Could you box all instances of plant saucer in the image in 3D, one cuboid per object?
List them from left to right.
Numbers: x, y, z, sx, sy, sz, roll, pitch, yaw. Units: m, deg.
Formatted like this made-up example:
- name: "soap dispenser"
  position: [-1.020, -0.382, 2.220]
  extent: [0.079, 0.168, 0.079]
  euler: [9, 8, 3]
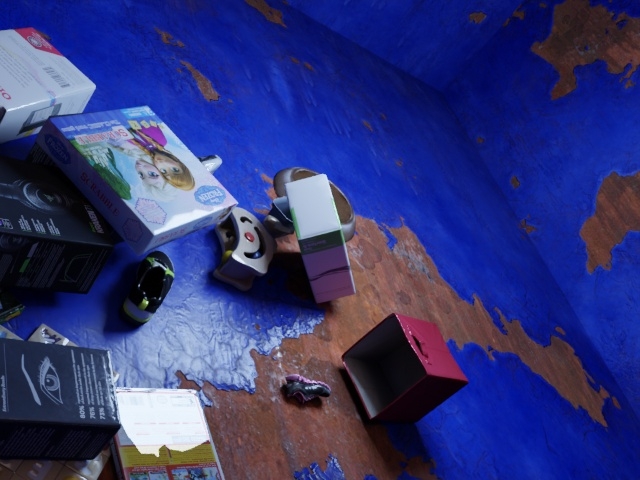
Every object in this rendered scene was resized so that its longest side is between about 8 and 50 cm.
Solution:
- name: "plant saucer"
  position: [-0.005, -0.124, 2.292]
  extent: [0.310, 0.050, 0.311]
  euler: [29, 32, -20]

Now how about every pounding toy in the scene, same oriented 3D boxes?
- name: "pounding toy"
  position: [-0.171, -0.014, 1.826]
  extent: [0.154, 0.155, 0.269]
  euler: [40, 29, -13]

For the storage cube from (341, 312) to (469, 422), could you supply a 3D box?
- name: "storage cube"
  position: [0.202, 0.312, 1.789]
  extent: [0.193, 0.215, 0.184]
  euler: [19, 35, -47]

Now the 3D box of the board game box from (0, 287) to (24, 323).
- name: "board game box"
  position: [-0.632, 0.117, 1.215]
  extent: [0.136, 0.030, 0.259]
  euler: [44, 29, 8]

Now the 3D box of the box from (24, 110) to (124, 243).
- name: "box"
  position: [-0.485, -0.138, 1.626]
  extent: [0.270, 0.143, 0.165]
  euler: [47, 30, 9]

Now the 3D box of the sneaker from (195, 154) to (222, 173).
- name: "sneaker"
  position: [-0.364, -0.198, 1.895]
  extent: [0.153, 0.101, 0.268]
  euler: [44, 31, -2]

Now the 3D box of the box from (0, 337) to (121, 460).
- name: "box"
  position: [-0.438, 0.252, 1.169]
  extent: [0.207, 0.108, 0.153]
  euler: [16, 38, -38]

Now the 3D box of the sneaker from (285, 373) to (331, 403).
- name: "sneaker"
  position: [-0.029, 0.339, 1.648]
  extent: [0.119, 0.047, 0.057]
  euler: [22, 54, -28]

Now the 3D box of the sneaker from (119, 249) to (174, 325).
- name: "sneaker"
  position: [-0.341, 0.085, 1.546]
  extent: [0.084, 0.097, 0.235]
  euler: [32, 30, -17]

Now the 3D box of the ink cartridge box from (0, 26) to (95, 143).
- name: "ink cartridge box"
  position: [-0.701, -0.353, 1.671]
  extent: [0.226, 0.131, 0.306]
  euler: [44, 30, 3]

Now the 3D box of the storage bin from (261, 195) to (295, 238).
- name: "storage bin"
  position: [-0.102, -0.065, 2.046]
  extent: [0.098, 0.091, 0.135]
  euler: [49, 29, 13]

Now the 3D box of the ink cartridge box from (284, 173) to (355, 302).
- name: "ink cartridge box"
  position: [0.000, 0.000, 1.901]
  extent: [0.273, 0.114, 0.198]
  euler: [76, -1, -49]

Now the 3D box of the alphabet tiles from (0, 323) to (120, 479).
- name: "alphabet tiles"
  position: [-0.468, 0.283, 1.214]
  extent: [0.285, 0.011, 0.342]
  euler: [37, 29, -10]

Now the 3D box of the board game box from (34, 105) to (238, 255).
- name: "board game box"
  position: [-0.371, -0.140, 1.551]
  extent: [0.318, 0.066, 0.318]
  euler: [46, 28, 6]

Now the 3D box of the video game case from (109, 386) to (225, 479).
- name: "video game case"
  position: [-0.265, 0.386, 1.292]
  extent: [0.204, 0.025, 0.285]
  euler: [14, 40, -44]

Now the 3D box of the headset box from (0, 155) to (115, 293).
- name: "headset box"
  position: [-0.568, -0.037, 1.367]
  extent: [0.283, 0.131, 0.246]
  euler: [11, 33, -45]
